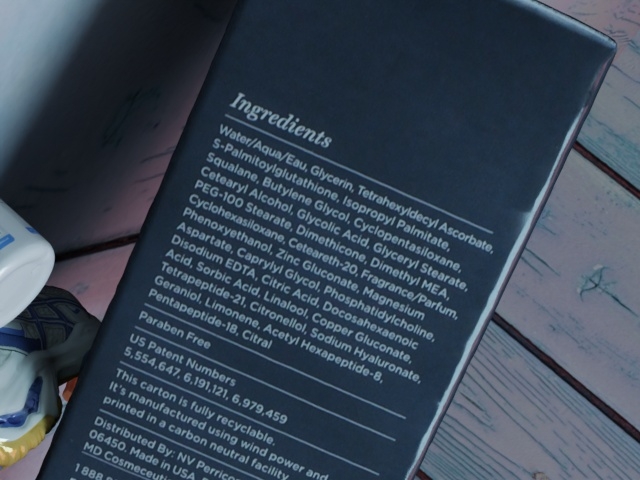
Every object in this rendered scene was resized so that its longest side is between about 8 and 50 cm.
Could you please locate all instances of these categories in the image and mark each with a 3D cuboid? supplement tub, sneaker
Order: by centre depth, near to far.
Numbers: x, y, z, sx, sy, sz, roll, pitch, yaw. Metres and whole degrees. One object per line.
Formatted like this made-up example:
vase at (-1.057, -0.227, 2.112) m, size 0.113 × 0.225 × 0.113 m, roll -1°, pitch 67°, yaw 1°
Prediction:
supplement tub at (-0.212, -0.003, 0.751) m, size 0.071 × 0.107 × 0.071 m, roll -46°, pitch 166°, yaw -15°
sneaker at (-0.225, 0.055, 0.879) m, size 0.112 × 0.131 × 0.296 m, roll -30°, pitch -169°, yaw 0°

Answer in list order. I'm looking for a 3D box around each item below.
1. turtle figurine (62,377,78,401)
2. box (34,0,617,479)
turtle figurine at (-0.132, 0.076, 1.285) m, size 0.217 × 0.087 × 0.269 m, roll -54°, pitch 166°, yaw 19°
box at (0.000, 0.000, 0.892) m, size 0.293 × 0.212 × 0.395 m, roll -77°, pitch -169°, yaw -79°
